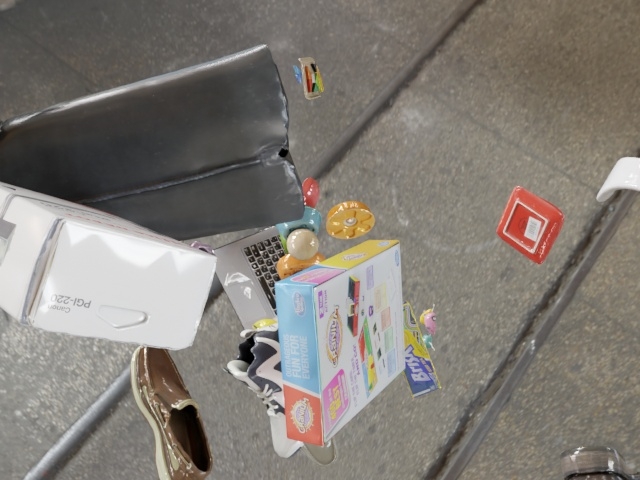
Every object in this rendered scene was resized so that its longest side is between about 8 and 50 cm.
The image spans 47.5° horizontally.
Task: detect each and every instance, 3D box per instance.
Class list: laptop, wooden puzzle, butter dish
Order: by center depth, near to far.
[{"bbox_3d":[-0.017,-0.289,1.290,0.014,0.078,0.116,-7,20,21],"label":"wooden puzzle"},{"bbox_3d":[0.557,-0.046,1.856,0.118,0.160,0.160,-14,42,-37],"label":"butter dish"},{"bbox_3d":[-0.102,0.172,1.902,0.408,0.236,0.382,-20,101,24],"label":"laptop"}]

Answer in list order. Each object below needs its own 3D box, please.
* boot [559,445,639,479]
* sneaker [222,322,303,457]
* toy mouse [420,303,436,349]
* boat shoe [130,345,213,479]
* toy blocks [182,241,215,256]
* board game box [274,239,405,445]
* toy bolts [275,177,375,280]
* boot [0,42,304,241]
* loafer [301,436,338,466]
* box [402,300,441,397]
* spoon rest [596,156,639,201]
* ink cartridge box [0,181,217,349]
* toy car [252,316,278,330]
[{"bbox_3d":[0.346,0.374,0.822,0.091,0.263,0.229,-25,48,33],"label":"boot"},{"bbox_3d":[-0.100,0.257,1.251,0.153,0.094,0.235,5,92,-31],"label":"sneaker"},{"bbox_3d":[0.306,0.256,2.078,0.031,0.161,0.143,4,48,-2],"label":"toy mouse"},{"bbox_3d":[-0.236,0.279,1.202,0.095,0.095,0.257,-1,62,-50],"label":"boat shoe"},{"bbox_3d":[-0.380,-0.052,1.930,0.260,0.309,0.288,-24,97,-47],"label":"toy blocks"},{"bbox_3d":[0.044,0.146,1.163,0.064,0.316,0.242,2,102,29],"label":"board game box"},{"bbox_3d":[0.000,0.000,1.418,0.218,0.228,0.158,-16,55,8],"label":"toy bolts"},{"bbox_3d":[-0.259,-0.141,0.786,0.445,0.367,0.146,-10,39,-2],"label":"boot"},{"bbox_3d":[-0.048,0.470,1.951,0.112,0.111,0.319,-32,92,-10],"label":"loafer"},{"bbox_3d":[0.166,0.201,1.350,0.059,0.054,0.169,-21,92,2],"label":"box"},{"bbox_3d":[0.446,-0.016,0.797,0.276,0.084,0.137,29,84,22],"label":"spoon rest"},{"bbox_3d":[-0.222,0.016,0.654,0.218,0.159,0.092,20,92,46],"label":"ink cartridge box"},{"bbox_3d":[-0.011,0.230,1.491,0.225,0.239,0.053,30,84,22],"label":"toy car"}]
